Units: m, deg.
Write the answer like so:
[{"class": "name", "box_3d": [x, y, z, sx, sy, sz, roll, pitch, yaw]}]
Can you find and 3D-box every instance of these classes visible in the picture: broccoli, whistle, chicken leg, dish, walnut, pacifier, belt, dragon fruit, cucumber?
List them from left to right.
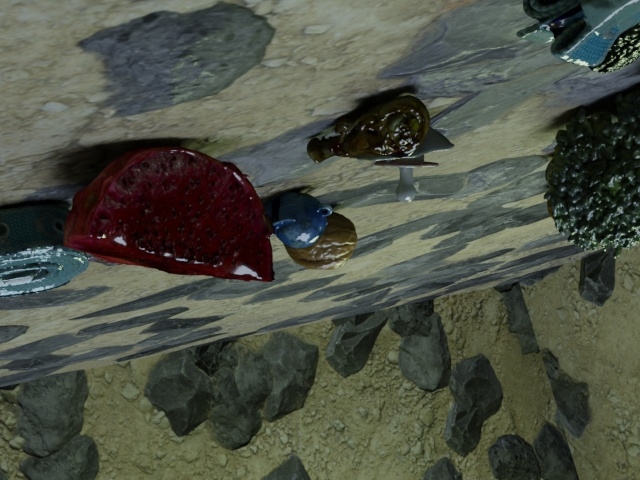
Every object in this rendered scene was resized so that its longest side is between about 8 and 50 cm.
[{"class": "belt", "box_3d": [-0.370, 0.011, 1.340, 0.147, 0.082, 0.163, -35, 154, 33]}, {"class": "dragon fruit", "box_3d": [-0.203, -0.033, 1.282, 0.211, 0.134, 0.262, -8, 162, 43]}, {"class": "whistle", "box_3d": [-0.047, -0.025, 1.651, 0.158, 0.090, 0.090, -22, 169, 32]}, {"class": "walnut", "box_3d": [0.000, 0.000, 1.839, 0.124, 0.105, 0.105, 0, 170, -2]}, {"class": "chicken leg", "box_3d": [0.049, -0.125, 1.310, 0.093, 0.070, 0.178, 0, 172, -45]}, {"class": "dish", "box_3d": [0.103, -0.129, 1.389, 0.137, 0.039, 0.091, -9, -167, -18]}, {"class": "pacifier", "box_3d": [0.117, -0.092, 1.550, 0.099, 0.078, 0.081, -7, -171, -44]}, {"class": "broccoli", "box_3d": [0.462, -0.128, 1.677, 0.288, 0.248, 0.245, -32, -160, 29]}, {"class": "cucumber", "box_3d": [0.333, -0.226, 1.171, 0.058, 0.058, 0.187, -14, 170, -9]}, {"class": "belt", "box_3d": [0.314, -0.238, 0.973, 0.302, 0.087, 0.072, -22, 172, 36]}]

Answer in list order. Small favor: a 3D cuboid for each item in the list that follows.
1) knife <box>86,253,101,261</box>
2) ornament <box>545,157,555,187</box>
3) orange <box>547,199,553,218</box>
[{"class": "knife", "box_3d": [-0.310, 0.017, 1.611, 0.398, 0.038, 0.132, -6, 164, -42]}, {"class": "ornament", "box_3d": [0.449, -0.120, 1.941, 0.156, 0.081, 0.075, -9, 136, -49]}, {"class": "orange", "box_3d": [0.505, -0.077, 2.230, 0.095, 0.085, 0.085, -26, 171, -5]}]
